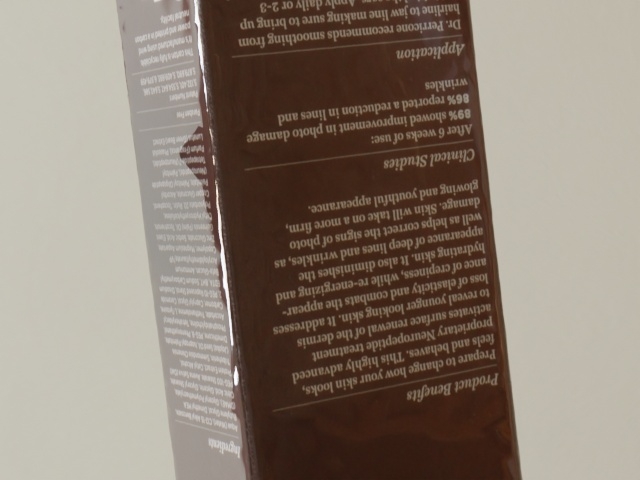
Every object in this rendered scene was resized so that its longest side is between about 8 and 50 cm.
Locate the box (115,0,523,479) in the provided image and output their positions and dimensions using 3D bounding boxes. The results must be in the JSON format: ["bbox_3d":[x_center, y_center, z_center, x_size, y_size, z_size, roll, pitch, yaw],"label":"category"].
[{"bbox_3d":[0.000,0.000,1.052,0.191,0.143,0.381,-8,-87,-27],"label":"box"}]
